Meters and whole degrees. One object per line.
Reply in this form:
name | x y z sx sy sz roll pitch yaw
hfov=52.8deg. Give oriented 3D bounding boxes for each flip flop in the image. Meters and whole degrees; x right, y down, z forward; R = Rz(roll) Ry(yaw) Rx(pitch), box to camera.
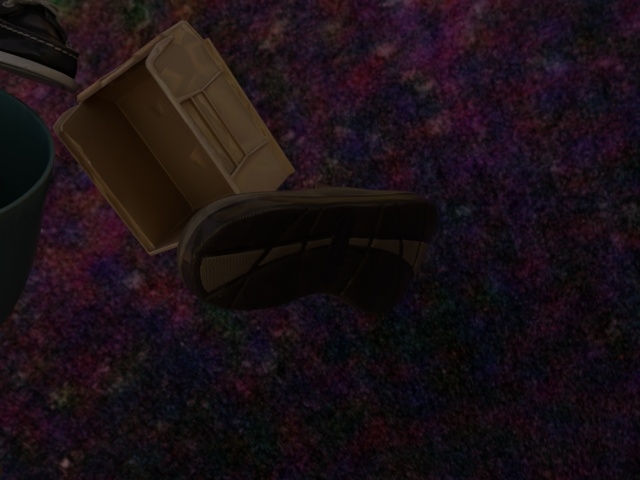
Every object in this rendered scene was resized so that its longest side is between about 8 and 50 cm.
flip flop | 0.000 0.000 0.516 0.080 0.277 0.112 36 114 40

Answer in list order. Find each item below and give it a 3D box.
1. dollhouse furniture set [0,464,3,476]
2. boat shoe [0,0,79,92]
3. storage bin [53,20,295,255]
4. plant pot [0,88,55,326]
dollhouse furniture set | -0.269 0.058 0.206 0.198 0.286 0.303 -40 6 1
boat shoe | -0.332 -0.231 0.693 0.302 0.114 0.091 28 95 41
storage bin | -0.217 -0.136 0.932 0.262 0.260 0.123 -15 27 43
plant pot | -0.420 -0.002 0.628 0.293 0.235 0.293 13 36 -9
